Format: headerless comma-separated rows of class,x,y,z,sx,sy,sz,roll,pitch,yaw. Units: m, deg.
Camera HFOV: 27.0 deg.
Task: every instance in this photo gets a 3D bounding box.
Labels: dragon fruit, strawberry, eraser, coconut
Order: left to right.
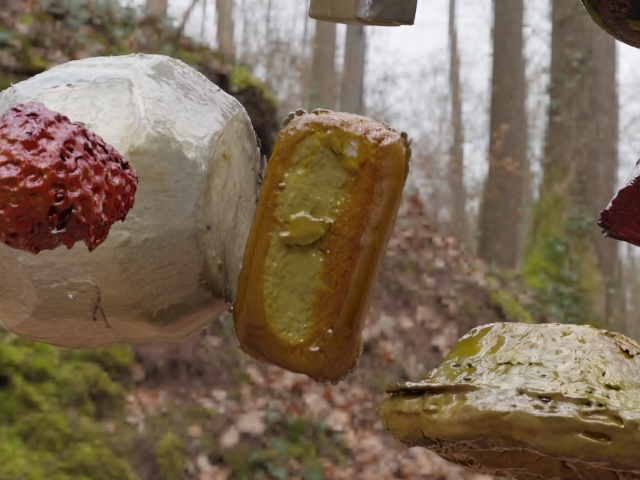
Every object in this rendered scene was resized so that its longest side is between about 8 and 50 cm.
strawberry,-0.200,-0.048,1.091,0.082,0.121,0.188,13,7,26
coconut,-0.258,-0.045,1.549,0.360,0.346,0.346,1,-16,16
eraser,0.062,-0.372,1.861,0.078,0.144,0.343,7,8,-14
dragon fruit,0.493,-0.068,1.722,0.161,0.126,0.274,40,-34,4

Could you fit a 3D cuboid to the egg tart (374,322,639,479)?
egg tart,0.212,0.153,1.197,0.341,0.129,0.341,8,-14,2

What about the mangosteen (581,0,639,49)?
mangosteen,0.499,-0.405,1.893,0.288,0.288,0.288,4,-15,1

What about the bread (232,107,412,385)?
bread,0.000,0.000,1.448,0.152,0.288,0.119,16,9,0
